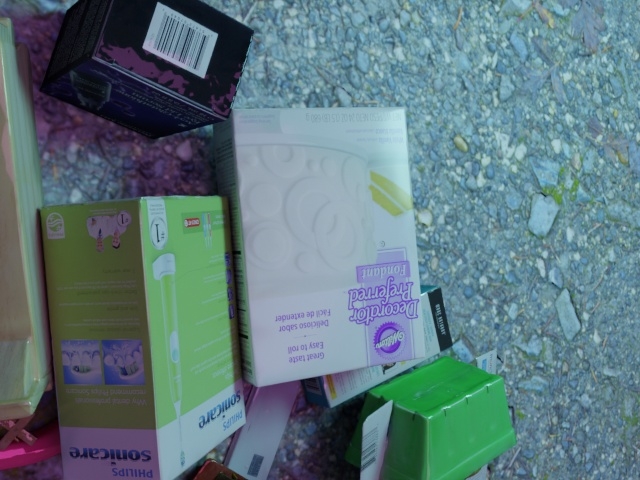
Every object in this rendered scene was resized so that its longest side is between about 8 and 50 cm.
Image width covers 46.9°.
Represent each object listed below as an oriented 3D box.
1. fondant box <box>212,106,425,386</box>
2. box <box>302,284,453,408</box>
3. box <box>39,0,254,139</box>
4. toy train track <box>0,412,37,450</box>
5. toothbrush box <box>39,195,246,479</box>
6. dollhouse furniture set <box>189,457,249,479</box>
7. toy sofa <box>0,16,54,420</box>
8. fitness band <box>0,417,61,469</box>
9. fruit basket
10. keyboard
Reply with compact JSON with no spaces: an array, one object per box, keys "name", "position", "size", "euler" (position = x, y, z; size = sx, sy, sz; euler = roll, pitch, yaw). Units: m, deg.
[{"name":"fondant box","position":[0.000,0.000,0.944],"size":[0.238,0.096,0.330],"euler":[-6,92,-24]},{"name":"box","position":[0.082,0.149,1.086],"size":[0.244,0.060,0.100],"euler":[-19,101,-33]},{"name":"box","position":[-0.195,-0.196,0.808],"size":[0.153,0.207,0.108],"euler":[21,79,-31]},{"name":"toy train track","position":[-0.334,0.187,0.775],"size":[0.083,0.014,0.048],"euler":[45,76,-22]},{"name":"toothbrush box","position":[-0.184,0.095,0.812],"size":[0.206,0.122,0.283],"euler":[-16,101,-72]},{"name":"dollhouse furniture set","position":[-0.144,0.453,0.834],"size":[0.152,0.201,0.374],"euler":[42,69,-20]},{"name":"toy sofa","position":[-0.345,-0.021,0.683],"size":[0.150,0.177,0.362],"euler":[-5,100,-11]},{"name":"fitness band","position":[-0.364,0.142,0.787],"size":[0.291,0.054,0.209],"euler":[1,90,-33]},{"name":"fruit basket","position":[0.150,0.361,1.092],"size":[0.327,0.165,0.353],"euler":[-14,118,-43]},{"name":"keyboard","position":[-0.097,0.301,0.996],"size":[0.072,0.014,0.256],"euler":[30,74,-36]}]
